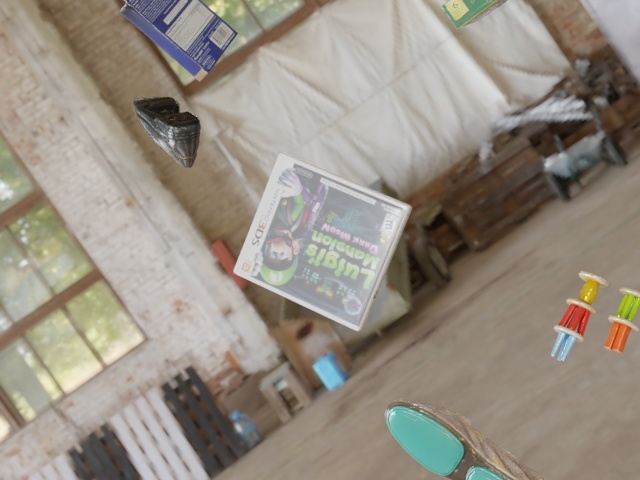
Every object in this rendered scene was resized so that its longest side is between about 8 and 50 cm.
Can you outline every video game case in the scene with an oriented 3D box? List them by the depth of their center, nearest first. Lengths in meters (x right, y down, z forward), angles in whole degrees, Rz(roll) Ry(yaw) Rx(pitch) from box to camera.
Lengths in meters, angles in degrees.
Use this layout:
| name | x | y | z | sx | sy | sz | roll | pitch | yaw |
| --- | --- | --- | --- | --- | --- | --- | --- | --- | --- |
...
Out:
| name | x | y | z | sx | sy | sz | roll | pitch | yaw |
| --- | --- | --- | --- | --- | --- | --- | --- | --- | --- |
| video game case | 0.000 | 0.000 | 1.312 | 0.173 | 0.190 | 0.022 | -68 | -17 | 8 |

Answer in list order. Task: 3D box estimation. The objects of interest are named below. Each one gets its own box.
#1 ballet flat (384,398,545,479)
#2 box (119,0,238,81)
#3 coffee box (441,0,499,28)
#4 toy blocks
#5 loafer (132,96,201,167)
| name | x | y | z | sx | sy | sz | roll | pitch | yaw |
| --- | --- | --- | --- | --- | --- | --- | --- | --- | --- |
| ballet flat | 0.250 | 0.360 | 1.720 | 0.107 | 0.316 | 0.106 | -56 | -8 | 32 |
| box | -0.268 | -0.408 | 1.850 | 0.036 | 0.225 | 0.136 | -32 | 22 | 46 |
| coffee box | 0.232 | -0.336 | 1.373 | 0.113 | 0.040 | 0.184 | -34 | 2 | 22 |
| toy blocks | 0.446 | 0.139 | 1.641 | 0.148 | 0.123 | 0.054 | -63 | -23 | -8 |
| loafer | -0.207 | -0.147 | 1.341 | 0.062 | 0.061 | 0.170 | -11 | 28 | -22 |
